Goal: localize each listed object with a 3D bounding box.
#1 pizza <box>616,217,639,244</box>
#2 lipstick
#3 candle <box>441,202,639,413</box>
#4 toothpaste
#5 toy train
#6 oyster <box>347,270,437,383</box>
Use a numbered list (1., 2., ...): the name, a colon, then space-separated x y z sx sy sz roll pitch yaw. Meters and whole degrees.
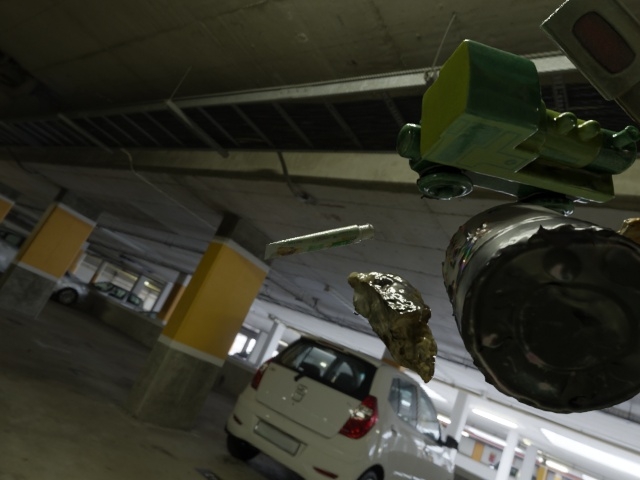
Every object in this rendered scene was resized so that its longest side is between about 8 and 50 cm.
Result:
1. pizza: 0.768 0.088 1.028 0.189 0.296 0.071 19 7 7
2. lipstick: 0.394 -0.210 0.548 0.253 0.077 0.079 47 -51 -2
3. candle: 0.240 0.046 0.519 0.188 0.187 0.330 23 15 4
4. toothpaste: 0.000 0.000 1.180 0.315 0.058 0.056 -12 19 -20
5. toy train: 0.313 -0.140 0.664 0.369 0.150 0.237 10 -19 -14
6. oyster: 0.158 0.146 0.900 0.166 0.110 0.341 16 18 -9
